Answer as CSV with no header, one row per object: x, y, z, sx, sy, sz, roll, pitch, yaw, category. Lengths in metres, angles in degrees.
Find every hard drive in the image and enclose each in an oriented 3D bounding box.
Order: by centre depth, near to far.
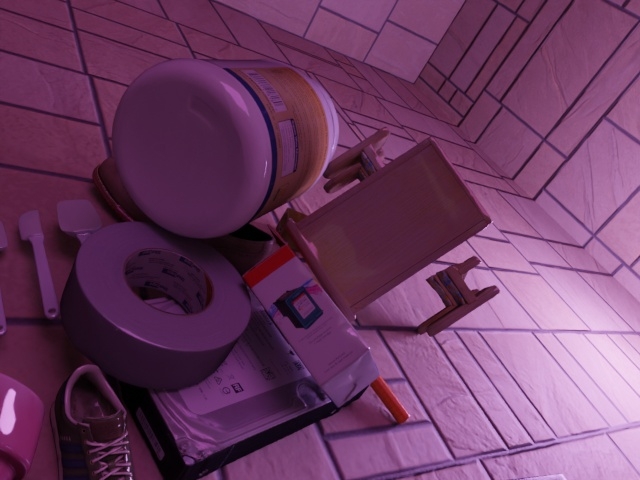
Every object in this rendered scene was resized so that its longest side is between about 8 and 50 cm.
-0.109,0.169,0.763,0.338,0.064,0.237,-4,46,-48,hard drive

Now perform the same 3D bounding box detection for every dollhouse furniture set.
0.108,0.009,0.962,0.362,0.256,0.394,57,-2,8,dollhouse furniture set

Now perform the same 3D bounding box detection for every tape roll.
-0.199,0.074,0.674,0.219,0.072,0.219,25,30,-15,tape roll

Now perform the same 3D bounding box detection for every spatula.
-0.366,0.023,0.717,0.168,0.019,0.242,-9,41,-31,spatula

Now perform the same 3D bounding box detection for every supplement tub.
-0.115,-0.148,0.798,0.228,0.228,0.316,37,27,9,supplement tub

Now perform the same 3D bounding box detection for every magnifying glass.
0.064,0.197,0.885,0.026,0.092,0.231,-35,75,-18,magnifying glass

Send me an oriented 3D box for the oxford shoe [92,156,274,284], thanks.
-0.226,-0.057,0.921,0.348,0.130,0.123,34,29,2,oxford shoe

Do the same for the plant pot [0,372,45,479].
-0.331,0.197,0.390,0.201,0.201,0.180,19,47,-23,plant pot

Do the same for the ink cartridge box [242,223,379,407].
-0.023,0.100,0.739,0.231,0.078,0.134,50,-9,29,ink cartridge box

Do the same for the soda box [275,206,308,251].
0.000,0.000,1.129,0.181,0.058,0.061,22,31,-19,soda box

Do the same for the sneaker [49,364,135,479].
-0.227,0.213,0.552,0.064,0.086,0.192,0,42,-44,sneaker

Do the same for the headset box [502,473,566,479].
0.250,0.429,0.641,0.246,0.131,0.283,10,36,-34,headset box
